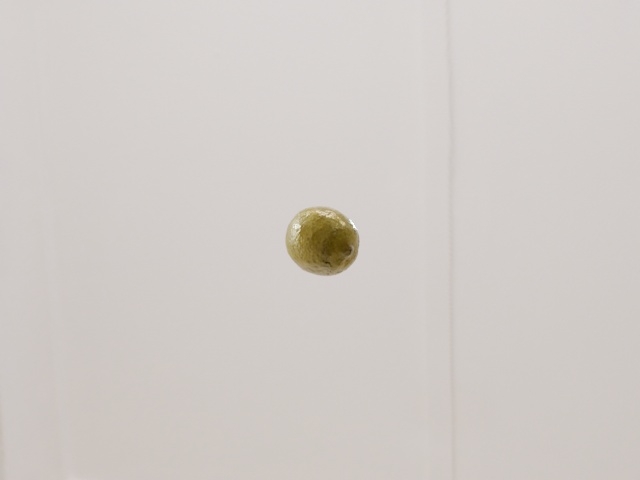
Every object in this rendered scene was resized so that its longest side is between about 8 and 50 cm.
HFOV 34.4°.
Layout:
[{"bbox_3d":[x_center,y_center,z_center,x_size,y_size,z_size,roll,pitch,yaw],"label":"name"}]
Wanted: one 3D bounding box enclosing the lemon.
[{"bbox_3d":[0.000,0.000,0.909,0.083,0.062,0.062,18,-74,50],"label":"lemon"}]
